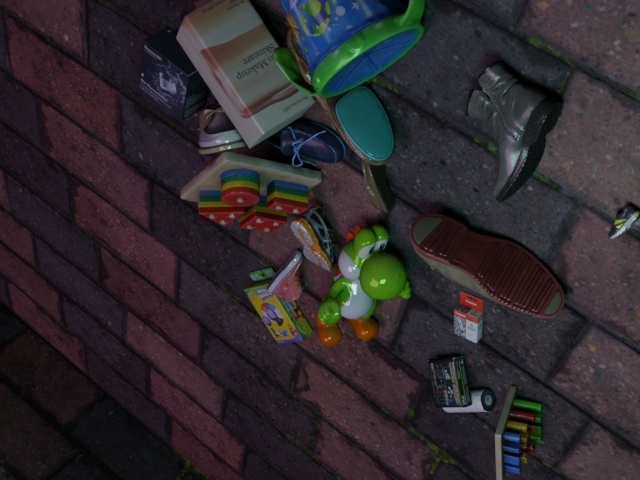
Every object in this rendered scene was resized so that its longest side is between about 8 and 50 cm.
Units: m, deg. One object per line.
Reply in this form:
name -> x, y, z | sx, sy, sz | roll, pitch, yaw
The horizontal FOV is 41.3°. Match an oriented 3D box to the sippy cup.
sippy cup -> 0.038, -0.421, 1.580 | 0.224, 0.306, 0.240 | 58, -175, 5

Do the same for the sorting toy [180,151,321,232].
sorting toy -> -0.169, -0.101, 2.032 | 0.257, 0.256, 0.089 | -29, 57, 53

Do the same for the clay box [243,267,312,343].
clay box -> -0.128, 0.186, 2.407 | 0.127, 0.053, 0.222 | -17, 110, 50

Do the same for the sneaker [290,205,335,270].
sneaker -> 0.000, 0.000, 2.096 | 0.084, 0.083, 0.215 | 25, 155, 31

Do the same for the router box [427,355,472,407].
router box -> 0.314, 0.344, 2.065 | 0.092, 0.038, 0.122 | -15, 83, 52

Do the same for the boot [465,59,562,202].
boot -> 0.337, -0.204, 1.581 | 0.161, 0.083, 0.246 | 40, 137, 24

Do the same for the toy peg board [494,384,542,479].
toy peg board -> 0.461, 0.451, 1.961 | 0.079, 0.160, 0.161 | 7, 128, 23

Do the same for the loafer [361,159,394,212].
loafer -> 0.118, -0.125, 1.878 | 0.050, 0.056, 0.148 | 1, 122, 38

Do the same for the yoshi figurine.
yoshi figurine -> 0.105, 0.129, 2.022 | 0.203, 0.203, 0.362 | 23, 136, 8

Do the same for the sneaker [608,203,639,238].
sneaker -> 0.548, -0.036, 1.543 | 0.035, 0.031, 0.083 | 53, 141, 18

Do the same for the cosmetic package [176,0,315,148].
cosmetic package -> -0.163, -0.371, 1.837 | 0.296, 0.153, 0.129 | 55, 160, -4

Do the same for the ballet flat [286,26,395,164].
ballet flat -> 0.034, -0.301, 1.780 | 0.342, 0.116, 0.124 | 53, 164, -5

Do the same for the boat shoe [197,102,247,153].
boat shoe -> -0.242, -0.265, 1.994 | 0.302, 0.113, 0.103 | -144, 45, -71

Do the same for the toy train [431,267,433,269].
toy train -> 0.248, 0.029, 1.915 | 0.024, 0.017, 0.083 | -13, 112, 40

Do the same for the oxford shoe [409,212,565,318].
oxford shoe -> 0.350, 0.060, 1.786 | 0.348, 0.123, 0.130 | 33, 167, 19

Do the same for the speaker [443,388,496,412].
speaker -> 0.361, 0.395, 2.087 | 0.136, 0.055, 0.055 | -17, 109, 51

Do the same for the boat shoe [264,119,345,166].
boat shoe -> -0.063, -0.222, 1.950 | 0.258, 0.089, 0.109 | 21, 135, 33

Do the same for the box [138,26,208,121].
box -> -0.358, -0.407, 2.089 | 0.156, 0.093, 0.158 | 39, 141, 14

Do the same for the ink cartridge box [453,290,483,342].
ink cartridge box -> 0.337, 0.175, 1.939 | 0.063, 0.029, 0.115 | 23, 136, 32

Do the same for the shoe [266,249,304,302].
shoe -> -0.071, 0.097, 2.271 | 0.081, 0.063, 0.178 | 29, 132, -10
